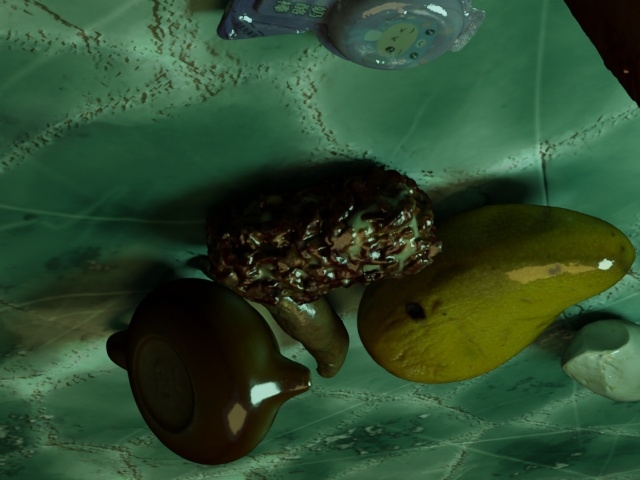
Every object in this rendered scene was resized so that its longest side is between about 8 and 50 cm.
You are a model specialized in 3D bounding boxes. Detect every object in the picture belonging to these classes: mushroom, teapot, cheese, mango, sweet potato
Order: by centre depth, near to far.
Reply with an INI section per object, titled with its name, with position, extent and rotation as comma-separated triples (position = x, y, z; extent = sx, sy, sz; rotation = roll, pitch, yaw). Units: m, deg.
[cheese]
position = 0.027, -0.161, 0.947
extent = 0.191, 0.042, 0.105
rotation = 5, 146, -22
[mango]
position = 0.155, 0.041, 1.276
extent = 0.177, 0.120, 0.295
rotation = 22, 136, -33
[teapot]
position = -0.110, 0.117, 1.277
extent = 0.135, 0.178, 0.252
rotation = -11, -165, -40
[sweet potato]
position = -0.023, 0.072, 1.334
extent = 0.078, 0.058, 0.255
rotation = -5, 152, 29
[mushroom]
position = 0.358, 0.137, 1.549
extent = 0.212, 0.088, 0.097
rotation = 10, 113, -42

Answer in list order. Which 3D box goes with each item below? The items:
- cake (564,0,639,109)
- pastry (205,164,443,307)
[cake]
position = 0.221, -0.197, 0.755
extent = 0.158, 0.262, 0.159
rotation = -15, 132, -2
[pastry]
position = 0.000, -0.001, 1.174
extent = 0.209, 0.097, 0.115
rotation = -12, 141, 5
